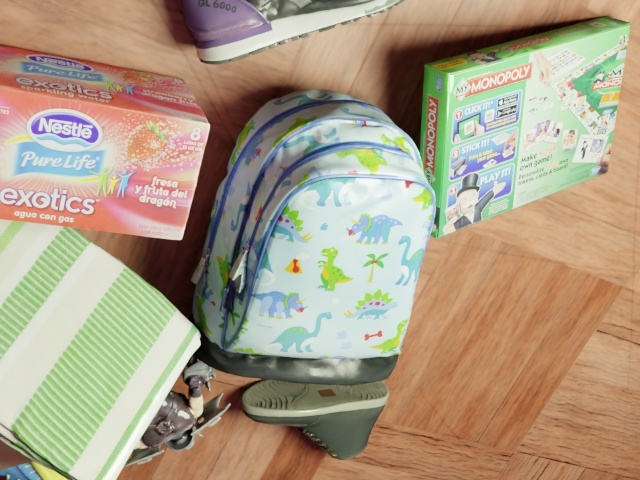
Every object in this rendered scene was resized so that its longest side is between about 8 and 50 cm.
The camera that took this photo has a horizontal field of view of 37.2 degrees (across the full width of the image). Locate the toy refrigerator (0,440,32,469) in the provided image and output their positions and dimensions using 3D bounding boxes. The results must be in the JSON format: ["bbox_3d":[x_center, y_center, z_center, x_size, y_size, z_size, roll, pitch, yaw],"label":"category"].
[{"bbox_3d":[-0.431,0.221,1.114,0.269,0.102,0.094,-18,126,17],"label":"toy refrigerator"}]

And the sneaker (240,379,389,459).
[{"bbox_3d":[-0.012,0.264,1.362,0.222,0.083,0.118,2,118,-22],"label":"sneaker"}]

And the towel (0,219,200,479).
[{"bbox_3d":[-0.311,0.097,1.037,0.325,0.248,0.038,36,146,-9],"label":"towel"}]

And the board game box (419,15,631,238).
[{"bbox_3d":[0.258,-0.147,1.197,0.317,0.046,0.213,-19,124,-31],"label":"board game box"}]

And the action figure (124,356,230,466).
[{"bbox_3d":[-0.235,0.188,1.235,0.185,0.099,0.285,-37,128,-6],"label":"action figure"}]

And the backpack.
[{"bbox_3d":[0.000,0.000,1.142,0.290,0.273,0.355,7,103,-16],"label":"backpack"}]

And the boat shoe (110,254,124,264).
[{"bbox_3d":[-0.344,0.035,1.112,0.227,0.079,0.081,-7,125,-13],"label":"boat shoe"}]

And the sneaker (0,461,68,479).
[{"bbox_3d":[-0.373,0.289,1.256,0.126,0.091,0.240,-6,122,4],"label":"sneaker"}]

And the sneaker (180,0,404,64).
[{"bbox_3d":[-0.016,-0.295,1.037,0.283,0.107,0.124,-21,117,-8],"label":"sneaker"}]

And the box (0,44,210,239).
[{"bbox_3d":[-0.287,-0.111,1.010,0.300,0.154,0.142,8,115,-22],"label":"box"}]
